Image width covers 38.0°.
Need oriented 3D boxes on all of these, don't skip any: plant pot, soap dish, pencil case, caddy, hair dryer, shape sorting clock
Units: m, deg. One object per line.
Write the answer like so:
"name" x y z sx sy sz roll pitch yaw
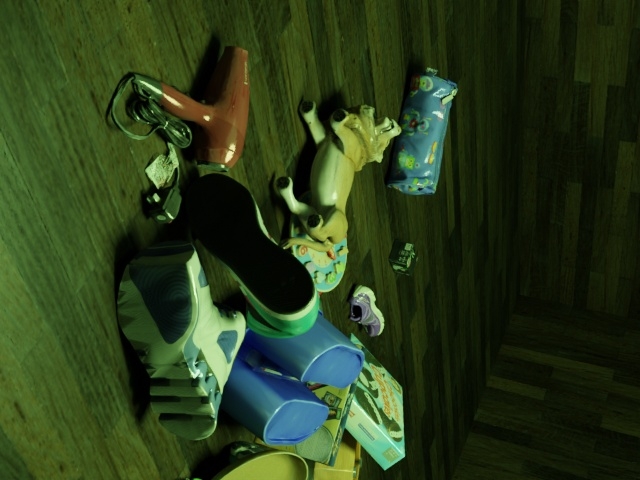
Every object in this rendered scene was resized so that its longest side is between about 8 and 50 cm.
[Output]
"plant pot" -0.133 0.461 1.695 0.236 0.032 0.236 -21 137 -22
"soap dish" 0.027 0.492 2.033 0.291 0.118 0.229 -76 167 -62
"pencil case" 0.255 -0.262 2.281 0.119 0.133 0.306 11 92 -43
"caddy" -0.071 0.232 1.692 0.241 0.179 0.341 -53 157 2
"hair dryer" -0.175 -0.184 1.347 0.223 0.080 0.293 80 30 -42
"shape sorting clock" 0.000 0.000 1.856 0.206 0.040 0.206 27 59 -57

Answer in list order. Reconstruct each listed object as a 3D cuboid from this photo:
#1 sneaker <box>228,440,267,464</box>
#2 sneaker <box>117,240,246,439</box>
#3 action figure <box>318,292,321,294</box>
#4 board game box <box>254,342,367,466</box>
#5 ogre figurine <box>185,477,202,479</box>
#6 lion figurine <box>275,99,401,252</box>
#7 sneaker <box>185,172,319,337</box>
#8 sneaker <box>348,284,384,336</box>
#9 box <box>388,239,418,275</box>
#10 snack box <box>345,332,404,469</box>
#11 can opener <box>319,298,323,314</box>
"sneaker" -0.113 0.469 1.808 0.110 0.107 0.275 -60 153 -18
"sneaker" -0.201 0.125 1.410 0.182 0.127 0.315 -66 154 -57
"action figure" -0.018 0.125 1.910 0.115 0.030 0.038 -58 150 -6
"board game box" -0.019 0.311 1.863 0.042 0.165 0.243 45 60 -64
"ogre figurine" -0.235 0.478 1.517 0.197 0.097 0.118 -55 162 -23
"lion figurine" 0.023 -0.112 1.793 0.392 0.142 0.240 -68 154 -18
"sneaker" -0.096 0.039 1.429 0.124 0.295 0.178 -32 150 -13
"sneaker" 0.100 0.179 2.250 0.071 0.068 0.170 -49 138 -25
"box" 0.220 0.047 2.465 0.083 0.052 0.062 62 46 -59
"snack box" 0.103 0.344 2.038 0.060 0.187 0.322 -39 -169 14
"can opener" -0.013 0.208 1.965 0.073 0.059 0.186 -28 127 -62
